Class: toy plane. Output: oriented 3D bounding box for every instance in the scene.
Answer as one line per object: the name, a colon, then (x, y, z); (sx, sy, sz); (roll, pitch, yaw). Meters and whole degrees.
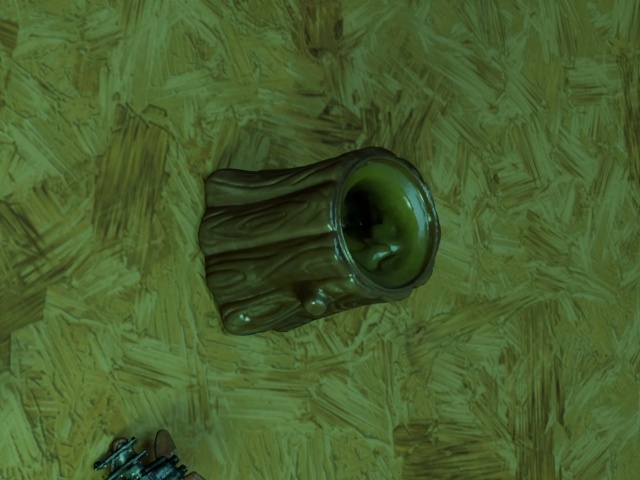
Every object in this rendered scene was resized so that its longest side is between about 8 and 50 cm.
toy plane: (-0.208, 0.284, 1.600); (0.189, 0.061, 0.130); (-36, 83, -38)

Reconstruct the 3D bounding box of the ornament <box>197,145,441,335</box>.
ornament: (0.000, 0.000, 1.734); (0.235, 0.218, 0.221); (47, 53, -24)
